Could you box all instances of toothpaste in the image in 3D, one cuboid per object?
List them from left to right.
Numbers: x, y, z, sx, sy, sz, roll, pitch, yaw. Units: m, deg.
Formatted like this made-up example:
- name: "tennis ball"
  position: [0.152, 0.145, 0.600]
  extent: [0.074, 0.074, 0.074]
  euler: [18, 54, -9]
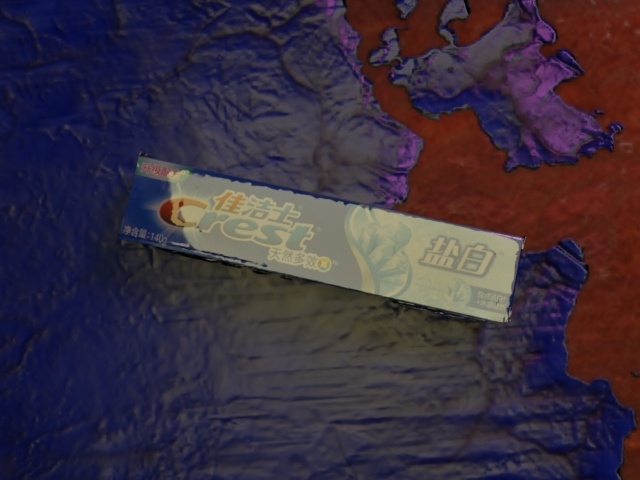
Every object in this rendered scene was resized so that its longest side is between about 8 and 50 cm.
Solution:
- name: "toothpaste"
  position: [0.000, 0.000, 0.430]
  extent: [0.273, 0.053, 0.066]
  euler: [12, 86, 3]
